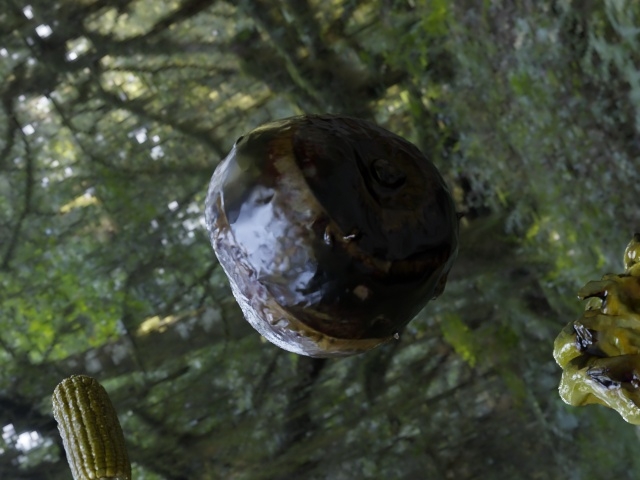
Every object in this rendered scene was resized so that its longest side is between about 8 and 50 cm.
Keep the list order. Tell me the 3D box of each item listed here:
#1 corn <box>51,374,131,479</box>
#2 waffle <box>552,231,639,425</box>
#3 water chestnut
[{"bbox_3d":[-0.294,0.251,1.385,0.080,0.080,0.238,51,179,-37],"label":"corn"},{"bbox_3d":[0.434,0.089,1.003,0.380,0.382,0.095,22,135,42],"label":"waffle"},{"bbox_3d":[0.000,0.000,1.211,0.300,0.300,0.300,55,-163,-26],"label":"water chestnut"}]
